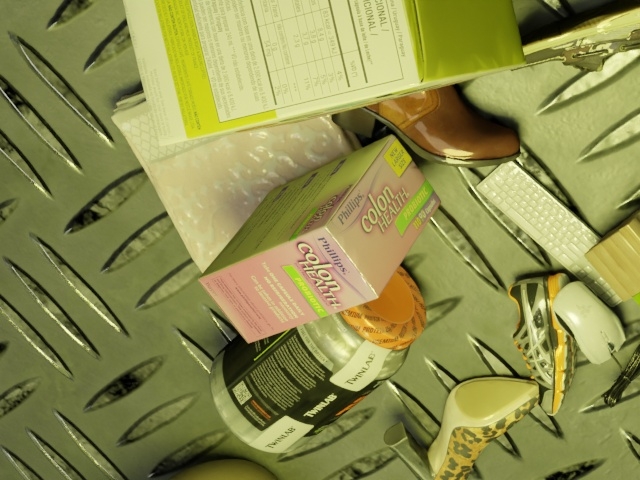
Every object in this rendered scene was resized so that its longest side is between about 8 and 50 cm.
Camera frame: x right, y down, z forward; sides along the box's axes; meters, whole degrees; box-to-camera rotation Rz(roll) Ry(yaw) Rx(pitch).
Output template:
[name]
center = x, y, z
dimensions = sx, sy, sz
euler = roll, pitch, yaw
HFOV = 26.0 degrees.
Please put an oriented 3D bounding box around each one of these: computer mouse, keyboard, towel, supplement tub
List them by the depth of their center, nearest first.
[keyboard]
center = 0.327, -0.009, 1.879
dimensions = 0.256, 0.014, 0.072
euler = 41, 126, -6
[computer mouse]
center = 0.383, 0.135, 1.883
dimensions = 0.106, 0.042, 0.193
euler = -44, 117, -2
[towel]
center = -0.100, -0.109, 1.964
dimensions = 0.332, 0.053, 0.317
euler = -18, 112, 31
[supplement tub]
center = -0.003, 0.159, 2.006
dimensions = 0.193, 0.193, 0.316
euler = 42, 127, -7

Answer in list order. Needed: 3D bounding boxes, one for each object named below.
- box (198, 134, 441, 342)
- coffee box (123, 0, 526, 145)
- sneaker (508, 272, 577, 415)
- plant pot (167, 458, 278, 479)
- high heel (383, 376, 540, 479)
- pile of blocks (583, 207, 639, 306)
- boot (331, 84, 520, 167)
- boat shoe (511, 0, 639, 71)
[box]
center = 0.000, 0.000, 1.806
dimensions = 0.243, 0.213, 0.117
euler = -23, 111, 41
[coffee box]
center = -0.002, -0.314, 1.563
dimensions = 0.334, 0.337, 0.338
euler = -11, 95, 28
[sneaker]
center = 0.312, 0.144, 1.943
dimensions = 0.083, 0.084, 0.215
euler = 1, 110, 20
[plant pot]
center = -0.152, 0.469, 2.262
dimensions = 0.284, 0.191, 0.284
euler = 10, 123, 16
[high heel]
center = 0.247, 0.297, 2.084
dimensions = 0.261, 0.093, 0.186
euler = -24, 132, 19
[pile of blocks]
center = 0.523, 0.074, 1.779
dimensions = 0.362, 0.112, 0.149
euler = 35, 145, 22
[boot]
center = 0.158, -0.250, 1.770
dimensions = 0.264, 0.096, 0.280
euler = 22, 119, 17
[boat shoe]
center = 0.330, -0.240, 1.691
dimensions = 0.223, 0.080, 0.073
euler = -17, 108, 25
